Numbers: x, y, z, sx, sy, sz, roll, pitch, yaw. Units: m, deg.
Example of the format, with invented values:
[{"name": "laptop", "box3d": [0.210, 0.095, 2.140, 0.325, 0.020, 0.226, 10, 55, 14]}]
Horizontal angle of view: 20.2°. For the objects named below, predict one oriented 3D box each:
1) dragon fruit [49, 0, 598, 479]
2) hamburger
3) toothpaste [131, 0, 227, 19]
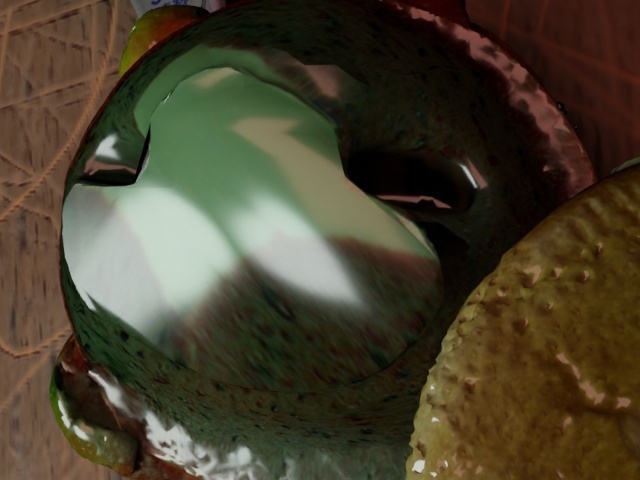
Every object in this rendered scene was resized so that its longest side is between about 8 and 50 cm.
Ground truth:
[{"name": "dragon fruit", "box3d": [0.000, 0.000, 0.801, 0.295, 0.130, 0.268, 40, 108, 17]}, {"name": "hamburger", "box3d": [0.146, 0.059, 0.653, 0.288, 0.167, 0.192, -17, 60, -5]}, {"name": "toothpaste", "box3d": [-0.080, -0.149, 0.960, 0.075, 0.048, 0.301, -34, 61, 25]}]
